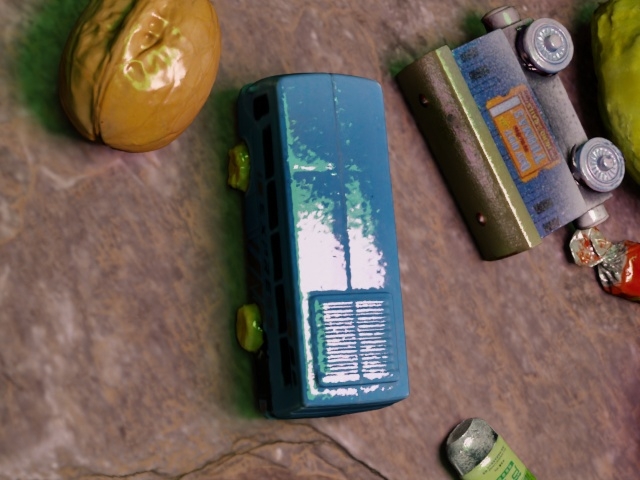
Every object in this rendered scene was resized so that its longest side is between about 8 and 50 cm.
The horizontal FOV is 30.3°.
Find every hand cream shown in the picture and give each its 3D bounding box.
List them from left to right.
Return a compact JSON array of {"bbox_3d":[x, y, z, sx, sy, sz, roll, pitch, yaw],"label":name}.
[{"bbox_3d":[0.218,0.290,1.412,0.095,0.046,0.175,-45,102,-27],"label":"hand cream"}]

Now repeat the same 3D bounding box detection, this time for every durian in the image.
[{"bbox_3d":[0.472,-0.171,1.486,0.256,0.204,0.339,3,62,1],"label":"durian"}]

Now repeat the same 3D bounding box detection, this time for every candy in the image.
[{"bbox_3d":[0.449,0.048,1.559,0.292,0.059,0.086,17,75,-21],"label":"candy"}]

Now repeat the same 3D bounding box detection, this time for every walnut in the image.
[{"bbox_3d":[-0.190,-0.191,1.253,0.159,0.159,0.206,31,74,-17],"label":"walnut"}]

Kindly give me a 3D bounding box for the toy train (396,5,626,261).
[{"bbox_3d":[0.240,-0.133,1.455,0.202,0.131,0.299,-27,92,-25],"label":"toy train"}]

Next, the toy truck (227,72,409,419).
[{"bbox_3d":[0.000,0.000,1.300,0.161,0.162,0.384,0,80,-24],"label":"toy truck"}]
